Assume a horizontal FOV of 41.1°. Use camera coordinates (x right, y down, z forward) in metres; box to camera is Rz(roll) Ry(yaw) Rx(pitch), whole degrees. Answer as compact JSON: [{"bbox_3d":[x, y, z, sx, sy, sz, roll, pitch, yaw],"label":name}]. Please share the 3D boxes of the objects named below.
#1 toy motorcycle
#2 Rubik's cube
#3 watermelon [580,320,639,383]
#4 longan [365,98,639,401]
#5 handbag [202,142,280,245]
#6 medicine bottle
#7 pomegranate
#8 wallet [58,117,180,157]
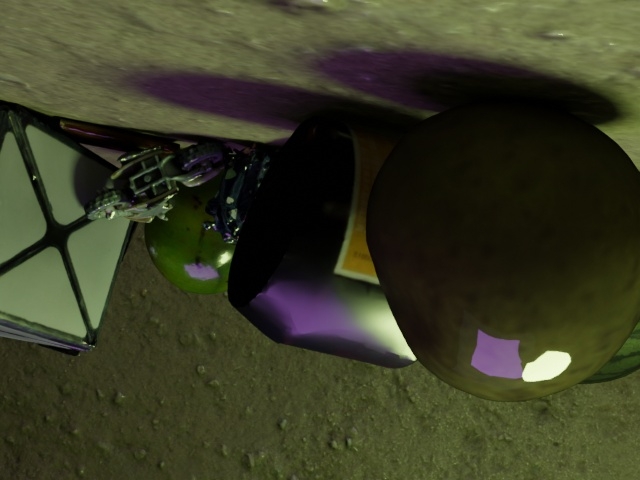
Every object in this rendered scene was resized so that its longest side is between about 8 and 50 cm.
[{"bbox_3d":[-0.235,-0.088,1.268,0.229,0.094,0.130,-25,169,10],"label":"toy motorcycle"},{"bbox_3d":[-0.500,-0.018,1.308,0.305,0.307,0.310,5,162,32],"label":"Rubik's cube"},{"bbox_3d":[0.409,0.090,1.378,0.359,0.279,0.279,10,178,14],"label":"watermelon"},{"bbox_3d":[0.151,0.003,0.692,0.246,0.246,0.215,9,172,-6],"label":"longan"},{"bbox_3d":[-0.038,-0.044,1.243,0.260,0.162,0.113,15,176,-41],"label":"handbag"},{"bbox_3d":[0.119,0.034,0.920,0.395,0.242,0.242,20,174,-21],"label":"medicine bottle"},{"bbox_3d":[-0.226,-0.045,1.455,0.302,0.236,0.236,29,-179,8],"label":"pomegranate"},{"bbox_3d":[-0.306,-0.152,1.293,0.176,0.026,0.095,9,173,-19],"label":"wallet"}]
